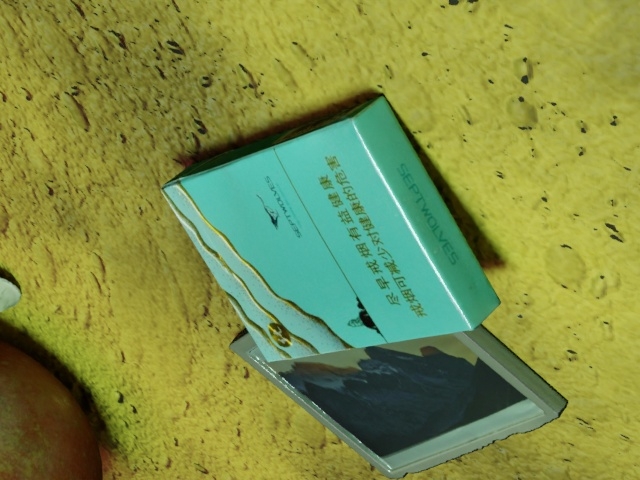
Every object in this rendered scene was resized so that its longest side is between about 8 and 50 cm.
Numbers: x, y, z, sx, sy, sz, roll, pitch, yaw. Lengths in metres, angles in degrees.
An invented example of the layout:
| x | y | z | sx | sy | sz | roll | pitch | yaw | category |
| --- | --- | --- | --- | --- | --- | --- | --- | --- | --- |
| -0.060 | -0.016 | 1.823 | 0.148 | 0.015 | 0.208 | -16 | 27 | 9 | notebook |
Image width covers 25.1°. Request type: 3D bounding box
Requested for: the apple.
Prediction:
| x | y | z | sx | sy | sz | roll | pitch | yaw | category |
| --- | --- | --- | --- | --- | --- | --- | --- | --- | --- |
| -0.392 | 0.258 | 1.468 | 0.348 | 0.348 | 0.277 | 13 | 147 | 33 | apple |

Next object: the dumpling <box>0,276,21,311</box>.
| x | y | z | sx | sy | sz | roll | pitch | yaw | category |
| --- | --- | --- | --- | --- | --- | --- | --- | --- | --- |
| -0.323 | 0.047 | 1.401 | 0.059 | 0.043 | 0.077 | -15 | 122 | 25 | dumpling |

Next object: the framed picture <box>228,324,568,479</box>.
| x | y | z | sx | sy | sz | roll | pitch | yaw | category |
| --- | --- | --- | --- | --- | --- | --- | --- | --- | --- |
| 0.052 | 0.104 | 1.137 | 0.192 | 0.018 | 0.265 | 40 | 148 | -8 | framed picture |

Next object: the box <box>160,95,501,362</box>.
| x | y | z | sx | sy | sz | roll | pitch | yaw | category |
| --- | --- | --- | --- | --- | --- | --- | --- | --- | --- |
| 0.000 | 0.000 | 1.001 | 0.229 | 0.041 | 0.162 | -15 | 110 | 51 | box |
